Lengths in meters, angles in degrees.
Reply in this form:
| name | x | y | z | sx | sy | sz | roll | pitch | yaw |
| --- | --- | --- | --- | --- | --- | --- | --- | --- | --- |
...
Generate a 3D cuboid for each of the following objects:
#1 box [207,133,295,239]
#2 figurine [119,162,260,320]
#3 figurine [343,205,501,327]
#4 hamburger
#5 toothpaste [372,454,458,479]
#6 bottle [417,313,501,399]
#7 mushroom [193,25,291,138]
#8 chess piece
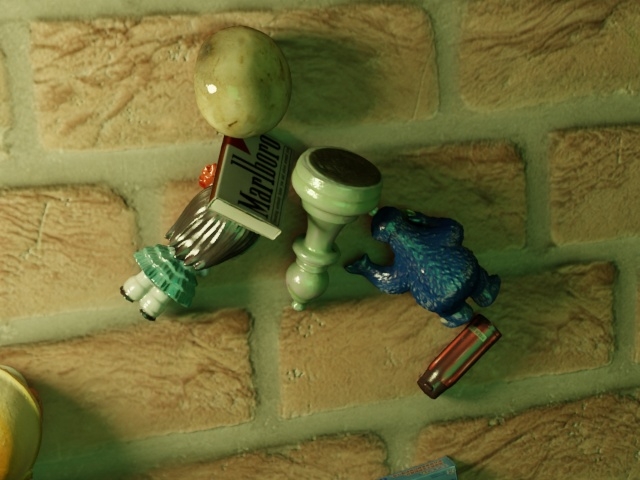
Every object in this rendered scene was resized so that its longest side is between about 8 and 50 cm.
| name | x | y | z | sx | sy | sz | roll | pitch | yaw |
| --- | --- | --- | --- | --- | --- | --- | --- | --- | --- |
| box | -0.102 | -0.093 | 1.534 | 0.115 | 0.177 | 0.036 | 27 | 134 | -19 |
| figurine | -0.200 | 0.008 | 1.559 | 0.245 | 0.110 | 0.138 | -44 | 95 | 3 |
| figurine | 0.176 | 0.037 | 1.669 | 0.262 | 0.121 | 0.164 | 28 | 97 | -19 |
| hamburger | -0.515 | 0.284 | 1.497 | 0.236 | 0.147 | 0.237 | 0 | 97 | -1 |
| toothpaste | 0.107 | 0.448 | 1.781 | 0.272 | 0.053 | 0.066 | -15 | 102 | -13 |
| bottle | 0.235 | 0.202 | 1.761 | 0.164 | 0.060 | 0.060 | -45 | 111 | -3 |
| mushroom | -0.118 | -0.231 | 1.515 | 0.166 | 0.127 | 0.166 | 0 | 90 | -42 |
| chess piece | 0.000 | 0.000 | 1.603 | 0.139 | 0.139 | 0.272 | 5 | 122 | -18 |
